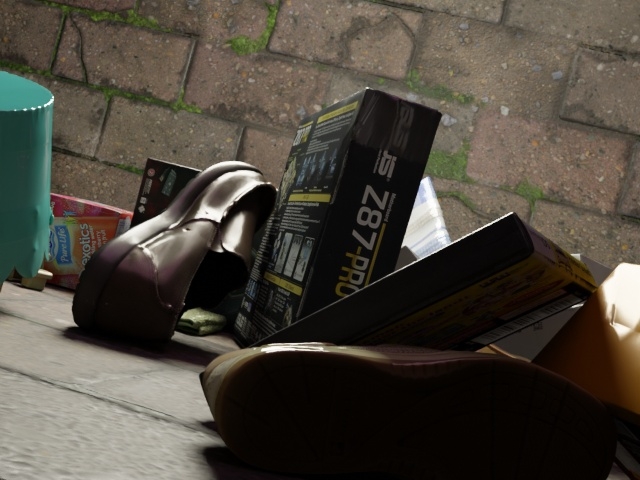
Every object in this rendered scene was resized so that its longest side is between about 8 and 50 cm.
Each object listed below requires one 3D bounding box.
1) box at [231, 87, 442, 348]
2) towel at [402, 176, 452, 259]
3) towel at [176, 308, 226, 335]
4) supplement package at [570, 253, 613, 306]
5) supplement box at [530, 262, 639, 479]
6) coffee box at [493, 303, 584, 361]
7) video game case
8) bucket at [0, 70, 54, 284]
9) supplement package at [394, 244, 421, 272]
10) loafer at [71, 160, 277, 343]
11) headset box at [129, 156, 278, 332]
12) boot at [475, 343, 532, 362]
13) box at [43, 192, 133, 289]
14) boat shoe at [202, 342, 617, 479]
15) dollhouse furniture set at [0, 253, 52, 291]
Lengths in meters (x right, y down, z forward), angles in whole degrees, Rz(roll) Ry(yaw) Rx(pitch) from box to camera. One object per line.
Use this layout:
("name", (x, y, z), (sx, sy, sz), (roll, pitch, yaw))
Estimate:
("box", (0.000, 0.000, 1.164), (0.097, 0.318, 0.395), (16, -2, -11))
("towel", (0.120, 0.037, 1.609), (0.034, 0.209, 0.285), (40, 27, -34))
("towel", (-0.189, 0.100, 1.325), (0.110, 0.027, 0.148), (16, -1, 11))
("supplement package", (0.319, 0.129, 1.604), (0.262, 0.198, 0.199), (0, -9, 31))
("supplement box", (0.304, 0.135, 0.769), (0.194, 0.129, 0.191), (46, -8, -12))
("coffee box", (0.321, 0.165, 1.272), (0.168, 0.119, 0.297), (-14, -16, 29))
("video game case", (0.077, 0.073, 0.814), (0.275, 0.035, 0.248), (-28, -20, 19))
("bucket", (-0.406, -0.080, 1.006), (0.281, 0.183, 0.281), (13, 16, -4))
("supplement package", (0.117, 0.103, 1.357), (0.139, 0.134, 0.244), (50, 4, 7))
("loafer", (-0.138, 0.025, 1.151), (0.130, 0.134, 0.366), (28, 35, 11))
("headset box", (-0.132, 0.019, 1.450), (0.293, 0.218, 0.110), (15, 1, 15))
("boot", (0.138, 0.152, 1.118), (0.305, 0.112, 0.115), (17, 11, 31))
("box", (-0.356, 0.005, 1.507), (0.122, 0.128, 0.257), (15, 0, -1))
("boat shoe", (0.066, 0.123, 0.698), (0.302, 0.109, 0.098), (10, 2, -17))
("dollhouse furniture set", (-0.384, 0.006, 1.233), (0.161, 0.101, 0.182), (16, -1, -40))
